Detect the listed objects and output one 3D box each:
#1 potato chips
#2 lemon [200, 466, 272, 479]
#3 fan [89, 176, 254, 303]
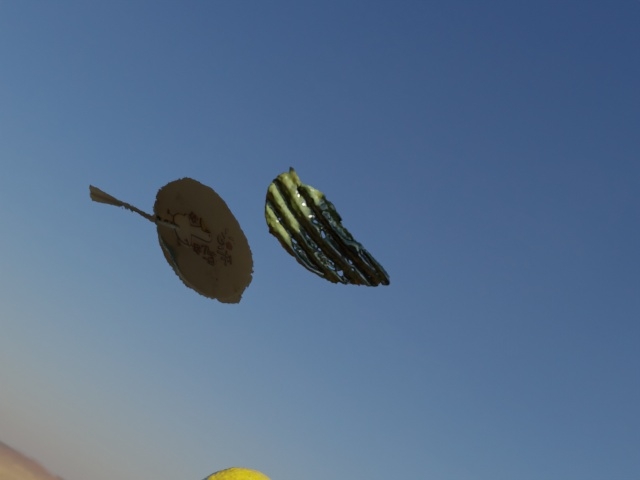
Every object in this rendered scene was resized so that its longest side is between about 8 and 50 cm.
[{"bbox_3d":[0.000,0.000,1.075,0.207,0.092,0.028,48,19,9],"label":"potato chips"},{"bbox_3d":[-0.079,0.260,0.736,0.109,0.133,0.109,40,-39,42],"label":"lemon"},{"bbox_3d":[-0.271,-0.031,1.456,0.414,0.012,0.233,24,-54,29],"label":"fan"}]
